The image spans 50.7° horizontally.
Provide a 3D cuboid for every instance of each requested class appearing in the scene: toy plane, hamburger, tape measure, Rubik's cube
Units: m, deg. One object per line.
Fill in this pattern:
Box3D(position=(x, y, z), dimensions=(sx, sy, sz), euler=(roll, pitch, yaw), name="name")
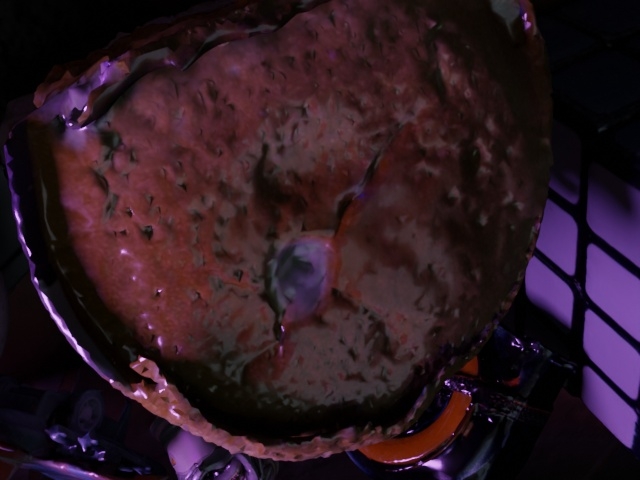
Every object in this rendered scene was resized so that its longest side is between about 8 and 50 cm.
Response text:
Box3D(position=(-0.212, 0.176, 0.575), dimensions=(0.326, 0.222, 0.104), euler=(39, 57, -65), name="toy plane")
Box3D(position=(-0.013, -0.025, 0.423), dimensions=(0.318, 0.195, 0.277), euler=(-22, 106, -14), name="hamburger")
Box3D(position=(0.118, 0.155, 0.676), dimensions=(0.135, 0.223, 0.202), euler=(32, 85, -43), name="tape measure")
Box3D(position=(0.365, -0.027, 0.598), dimensions=(0.344, 0.337, 0.344), euler=(-27, 133, -10), name="Rubik's cube")

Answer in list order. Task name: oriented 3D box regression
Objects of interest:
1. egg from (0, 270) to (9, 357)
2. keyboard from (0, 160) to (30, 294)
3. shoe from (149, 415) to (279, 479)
Box3D(position=(-0.291, 0.025, 0.375), dimensions=(0.169, 0.169, 0.236), euler=(-45, 136, 7), name="egg")
Box3D(position=(-0.231, -0.008, 0.492), dimensions=(0.231, 0.023, 0.072), euler=(-44, 126, 6), name="keyboard")
Box3D(position=(-0.091, 0.228, 0.697), dimensions=(0.089, 0.092, 0.180), euler=(-40, 133, 2), name="shoe")
